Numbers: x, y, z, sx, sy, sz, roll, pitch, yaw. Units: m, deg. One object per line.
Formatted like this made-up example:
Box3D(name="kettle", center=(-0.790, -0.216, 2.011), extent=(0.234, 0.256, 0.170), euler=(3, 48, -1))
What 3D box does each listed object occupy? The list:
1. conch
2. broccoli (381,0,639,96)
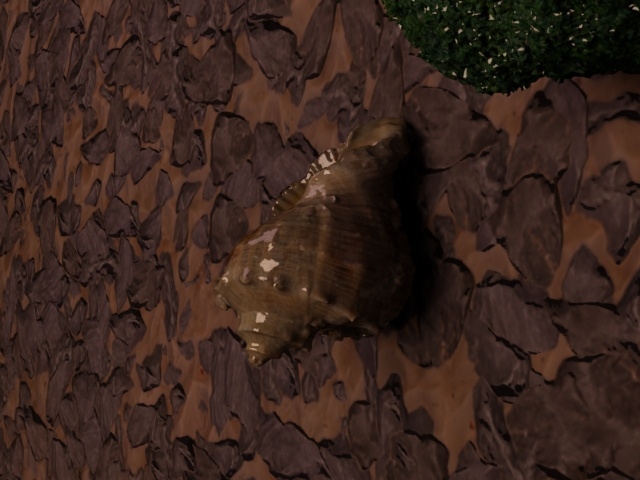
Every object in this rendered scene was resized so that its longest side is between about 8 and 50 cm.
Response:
Box3D(name="conch", center=(0.000, 0.000, 0.976), extent=(0.178, 0.163, 0.245), euler=(11, 66, 41))
Box3D(name="broccoli", center=(0.150, -0.234, 0.696), extent=(0.307, 0.308, 0.275), euler=(-57, 18, 37))
